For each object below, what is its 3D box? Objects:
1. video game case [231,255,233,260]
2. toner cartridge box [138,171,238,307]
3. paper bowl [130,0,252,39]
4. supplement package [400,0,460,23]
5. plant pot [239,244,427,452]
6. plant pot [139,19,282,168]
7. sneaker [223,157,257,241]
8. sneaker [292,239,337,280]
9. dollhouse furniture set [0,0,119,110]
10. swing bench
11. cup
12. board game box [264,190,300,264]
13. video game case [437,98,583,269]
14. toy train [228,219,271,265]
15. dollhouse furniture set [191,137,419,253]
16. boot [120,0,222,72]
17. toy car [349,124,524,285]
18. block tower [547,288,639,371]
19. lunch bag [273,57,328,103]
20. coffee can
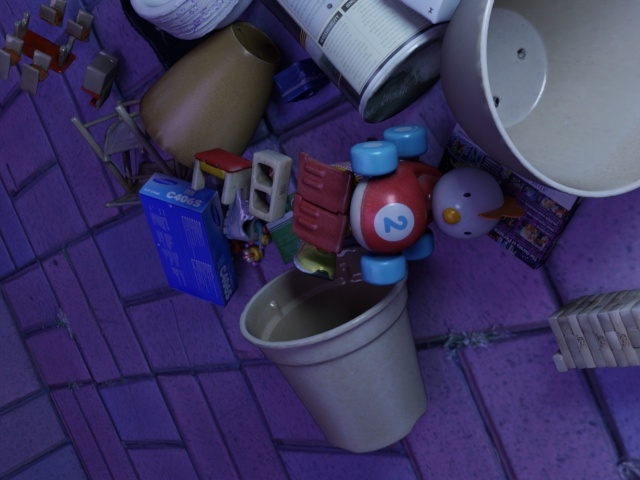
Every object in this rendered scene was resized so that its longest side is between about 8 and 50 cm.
[{"bbox_3d":[-0.313,0.020,1.842,0.190,0.022,0.173,53,138,12],"label":"video game case"},{"bbox_3d":[-0.301,0.006,1.672,0.165,0.075,0.348,17,142,16],"label":"toner cartridge box"},{"bbox_3d":[-0.212,-0.508,1.316,0.284,0.148,0.284,-18,62,38],"label":"paper bowl"},{"bbox_3d":[0.189,-0.383,0.993,0.105,0.179,0.105,43,135,22],"label":"supplement package"},{"bbox_3d":[0.058,0.220,1.374,0.334,0.334,0.305,0,122,46],"label":"plant pot"},{"bbox_3d":[-0.197,-0.302,1.424,0.254,0.237,0.237,-44,76,34],"label":"plant pot"},{"bbox_3d":[-0.163,-0.086,1.584,0.083,0.071,0.190,20,114,39],"label":"sneaker"},{"bbox_3d":[0.000,0.000,1.360,0.081,0.208,0.094,18,115,-13],"label":"sneaker"},{"bbox_3d":[-0.649,-0.451,1.792,0.259,0.262,0.135,29,139,-8],"label":"dollhouse furniture set"},{"bbox_3d":[-0.448,-0.219,1.758,0.253,0.165,0.254,1,116,45],"label":"swing bench"},{"bbox_3d":[0.284,-0.227,0.913,0.237,0.331,0.331,-160,53,-68],"label":"cup"},{"bbox_3d":[-0.024,-0.044,1.507,0.260,0.030,0.136,-23,95,49],"label":"board game box"},{"bbox_3d":[0.299,-0.100,1.131,0.232,0.042,0.210,40,134,25],"label":"video game case"},{"bbox_3d":[-0.180,-0.005,1.674,0.125,0.046,0.166,51,138,13],"label":"toy train"},{"bbox_3d":[-0.037,-0.126,1.322,0.374,0.201,0.152,25,119,32],"label":"dollhouse furniture set"},{"bbox_3d":[-0.309,-0.481,1.521,0.207,0.094,0.246,-26,97,53],"label":"boot"},{"bbox_3d":[0.188,-0.052,1.103,0.238,0.210,0.219,6,114,33],"label":"toy car"},{"bbox_3d":[0.487,0.117,1.013,0.335,0.091,0.097,-19,95,48],"label":"block tower"},{"bbox_3d":[-0.032,-0.300,1.352,0.098,0.067,0.065,-20,96,48],"label":"lunch bag"},{"bbox_3d":[0.060,-0.352,1.126,0.275,0.201,0.201,51,138,14],"label":"coffee can"}]
